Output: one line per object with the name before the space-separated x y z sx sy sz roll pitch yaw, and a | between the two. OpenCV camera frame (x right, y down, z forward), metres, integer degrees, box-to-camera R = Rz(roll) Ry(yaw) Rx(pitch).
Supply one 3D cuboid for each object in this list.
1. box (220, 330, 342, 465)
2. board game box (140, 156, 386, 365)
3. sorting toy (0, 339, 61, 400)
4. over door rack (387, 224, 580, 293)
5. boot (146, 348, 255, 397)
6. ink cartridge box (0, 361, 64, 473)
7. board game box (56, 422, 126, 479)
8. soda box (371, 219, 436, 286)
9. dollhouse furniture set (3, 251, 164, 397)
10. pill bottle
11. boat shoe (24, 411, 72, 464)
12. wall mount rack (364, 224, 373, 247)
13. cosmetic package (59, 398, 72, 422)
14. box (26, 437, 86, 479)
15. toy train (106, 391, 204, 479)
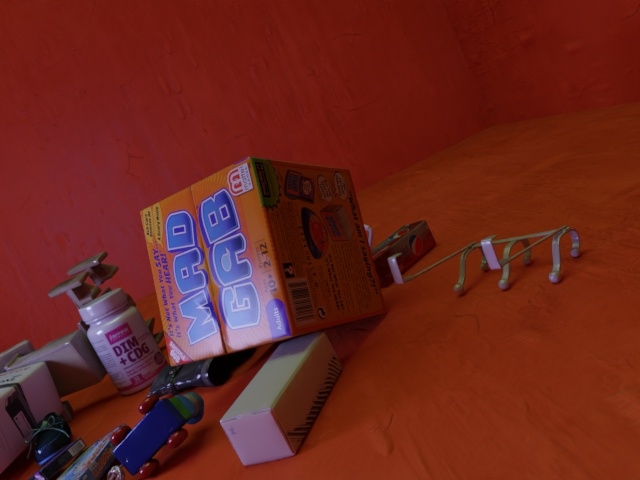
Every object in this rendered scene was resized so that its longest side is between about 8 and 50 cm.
box | -0.060 0.274 1.083 0.113 0.094 0.275 -21 11 25
board game box | -0.125 0.051 1.360 0.356 0.357 0.356 -20 -10 35
sorting toy | -0.962 0.487 1.862 0.089 0.256 0.257 9 32 46
over door rack | 0.326 0.048 1.171 0.324 0.108 0.239 -6 -6 -42
boot | -0.308 0.309 1.556 0.229 0.091 0.263 -19 14 32
ink cartridge box | -0.900 0.488 1.550 0.285 0.166 0.395 -16 9 4
board game box | -0.483 0.471 1.234 0.136 0.035 0.201 -34 7 12
soda box | 0.212 0.038 1.684 0.092 0.083 0.263 -16 14 49
dollhouse furniture set | -0.757 0.308 1.924 0.256 0.362 0.394 -23 22 17
pill bottle | -0.579 0.293 1.762 0.160 0.283 0.160 -25 10 5
boat shoe | -0.688 0.492 1.508 0.109 0.089 0.258 -29 5 -26
wall mount rack | 0.000 0.000 2.038 0.304 0.131 0.350 13 26 22
cosmetic package | -0.777 0.519 1.796 0.060 0.041 0.115 -29 10 -18
box | -0.600 0.506 1.320 0.162 0.029 0.116 -37 2 30
toy train | -0.338 0.401 1.180 0.248 0.105 0.143 -47 -12 11
